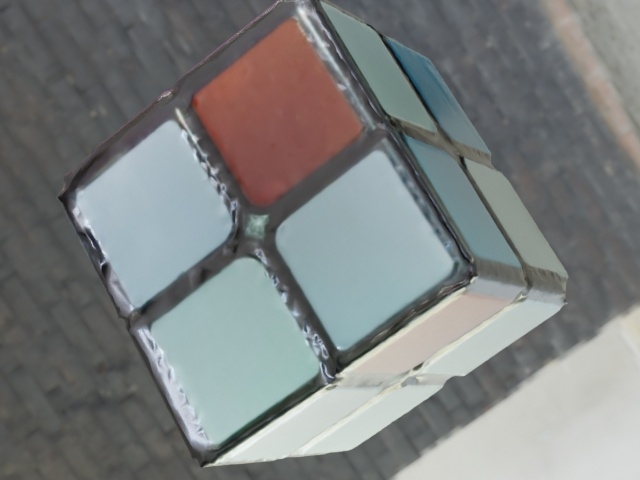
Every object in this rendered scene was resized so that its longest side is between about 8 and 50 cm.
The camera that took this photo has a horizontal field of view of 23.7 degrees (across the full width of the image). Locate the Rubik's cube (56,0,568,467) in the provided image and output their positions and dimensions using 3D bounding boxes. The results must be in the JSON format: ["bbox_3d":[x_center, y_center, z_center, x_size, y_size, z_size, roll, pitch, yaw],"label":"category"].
[{"bbox_3d":[0.000,0.000,0.814,0.183,0.180,0.167,61,-160,16],"label":"Rubik's cube"}]
